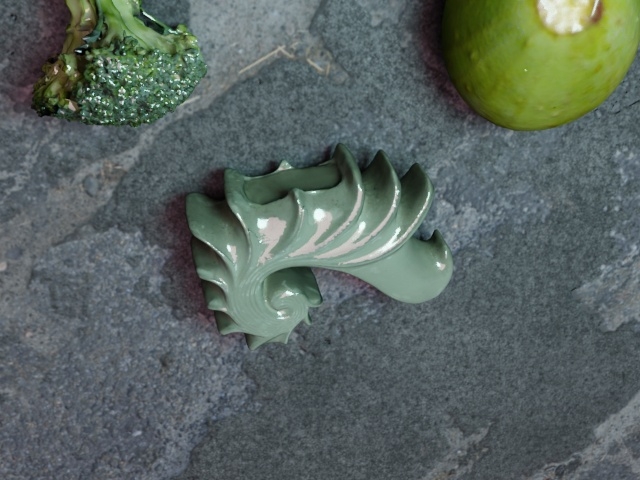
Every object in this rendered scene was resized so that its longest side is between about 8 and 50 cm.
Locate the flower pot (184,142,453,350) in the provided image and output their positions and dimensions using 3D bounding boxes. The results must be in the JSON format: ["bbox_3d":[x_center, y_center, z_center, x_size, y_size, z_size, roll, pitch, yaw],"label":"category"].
[{"bbox_3d":[0.000,0.000,1.159,0.368,0.164,0.254,-15,121,-4],"label":"flower pot"}]

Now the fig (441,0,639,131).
[{"bbox_3d":[0.287,-0.274,1.008,0.258,0.326,0.258,0,90,1],"label":"fig"}]

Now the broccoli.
[{"bbox_3d":[-0.284,-0.311,0.984,0.221,0.252,0.361,-16,81,-7],"label":"broccoli"}]
